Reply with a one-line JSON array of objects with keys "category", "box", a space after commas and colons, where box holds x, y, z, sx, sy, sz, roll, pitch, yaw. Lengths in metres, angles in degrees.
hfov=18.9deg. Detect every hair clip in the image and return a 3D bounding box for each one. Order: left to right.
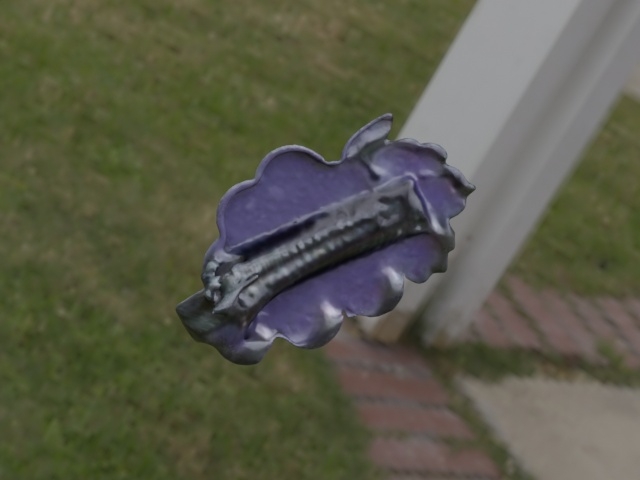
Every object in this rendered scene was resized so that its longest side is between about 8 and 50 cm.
[{"category": "hair clip", "box": [0.001, 0.001, 1.155, 0.124, 0.195, 0.052, 61, 1, -21]}]
